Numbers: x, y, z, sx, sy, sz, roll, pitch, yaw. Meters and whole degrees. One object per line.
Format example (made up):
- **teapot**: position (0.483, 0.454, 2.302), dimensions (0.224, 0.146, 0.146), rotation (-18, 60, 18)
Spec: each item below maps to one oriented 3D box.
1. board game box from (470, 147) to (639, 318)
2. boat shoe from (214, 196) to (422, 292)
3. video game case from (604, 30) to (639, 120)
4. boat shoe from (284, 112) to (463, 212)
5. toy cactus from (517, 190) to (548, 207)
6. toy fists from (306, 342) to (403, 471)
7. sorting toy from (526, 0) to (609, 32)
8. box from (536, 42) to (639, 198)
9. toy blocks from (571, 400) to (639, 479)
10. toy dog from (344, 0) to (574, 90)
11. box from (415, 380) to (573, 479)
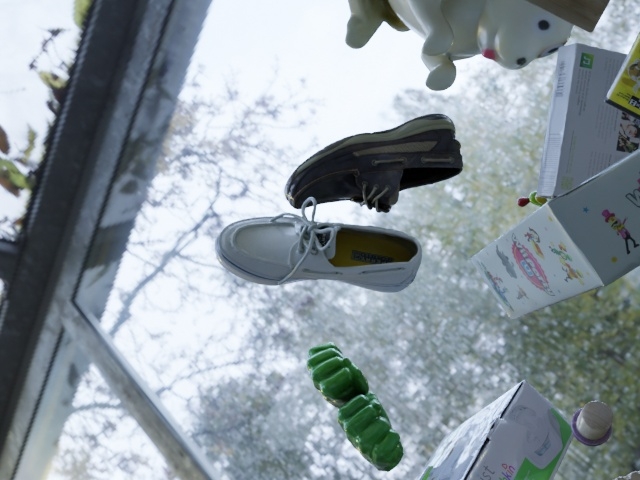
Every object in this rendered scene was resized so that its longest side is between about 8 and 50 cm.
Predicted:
- **board game box**: position (0.309, -0.022, 0.986), dimensions (0.224, 0.098, 0.303), rotation (-30, -9, -8)
- **boat shoe**: position (0.001, 0.008, 1.599), dimensions (0.156, 0.367, 0.136), rotation (106, 173, -64)
- **video game case**: position (0.466, -0.175, 0.954), dimensions (0.035, 0.274, 0.248), rotation (-50, -16, -33)
- **boat shoe**: position (0.108, -0.127, 1.730), dimensions (0.355, 0.130, 0.132), rotation (-21, -23, -7)
- **toy cactus**: position (0.479, -0.019, 1.855), dimensions (0.180, 0.219, 0.112), rotation (-28, -40, 34)
- **toy fists**: position (0.065, 0.313, 1.775), dimensions (0.096, 0.279, 0.142), rotation (-36, -36, 3)
- **sorting toy**: position (0.378, -0.410, 1.411), dimensions (0.132, 0.274, 0.046), rotation (-63, -1, 14)
- **box**: position (0.499, -0.158, 1.422), dimensions (0.321, 0.058, 0.232), rotation (8, -87, -17)
- **toy blocks**: position (0.497, 0.338, 1.288), dimensions (0.288, 0.309, 0.260), rotation (-18, -29, -6)
- **toy dog**: position (0.274, -0.454, 1.693), dimensions (0.395, 0.407, 0.285), rotation (-49, -26, -22)
- **box**: position (0.249, 0.379, 1.453), dimensions (0.262, 0.127, 0.231), rotation (-42, -4, -47)
